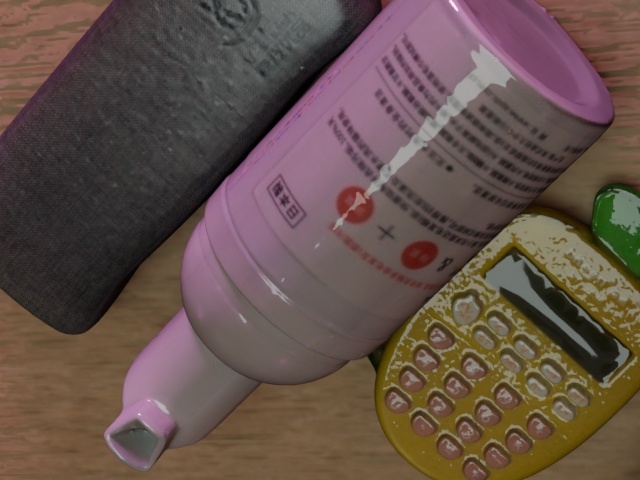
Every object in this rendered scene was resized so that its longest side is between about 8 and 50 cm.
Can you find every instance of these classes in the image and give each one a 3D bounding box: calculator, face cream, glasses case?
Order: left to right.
[{"bbox_3d":[-0.106,-0.082,1.096,0.131,0.074,0.323,43,114,-3],"label":"glasses case"},{"bbox_3d":[0.000,0.000,1.055,0.145,0.145,0.370,45,114,-2],"label":"face cream"},{"bbox_3d":[0.132,0.062,1.089,0.146,0.032,0.235,42,108,-3],"label":"calculator"}]

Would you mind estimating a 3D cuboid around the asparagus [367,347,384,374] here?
[{"bbox_3d":[0.062,0.110,1.141,0.025,0.021,0.108,-29,98,19],"label":"asparagus"}]
